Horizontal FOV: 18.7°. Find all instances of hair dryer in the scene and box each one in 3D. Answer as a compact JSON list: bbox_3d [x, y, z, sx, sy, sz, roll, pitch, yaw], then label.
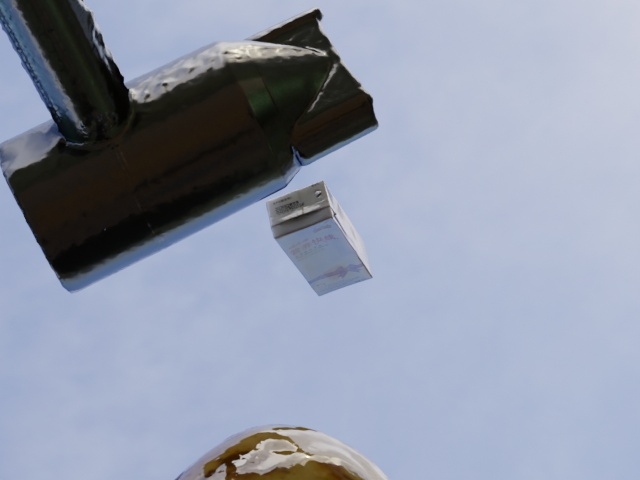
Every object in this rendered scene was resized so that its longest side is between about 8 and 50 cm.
[{"bbox_3d":[-0.115,-0.130,1.255,0.244,0.116,0.302,-28,-46,-4],"label":"hair dryer"}]

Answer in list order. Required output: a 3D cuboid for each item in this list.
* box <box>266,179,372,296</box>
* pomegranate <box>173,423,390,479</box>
[{"bbox_3d":[0.000,0.000,1.485,0.117,0.050,0.036,51,-159,-60],"label":"box"},{"bbox_3d":[-0.027,0.230,1.231,0.215,0.215,0.215,-3,-86,-39],"label":"pomegranate"}]
